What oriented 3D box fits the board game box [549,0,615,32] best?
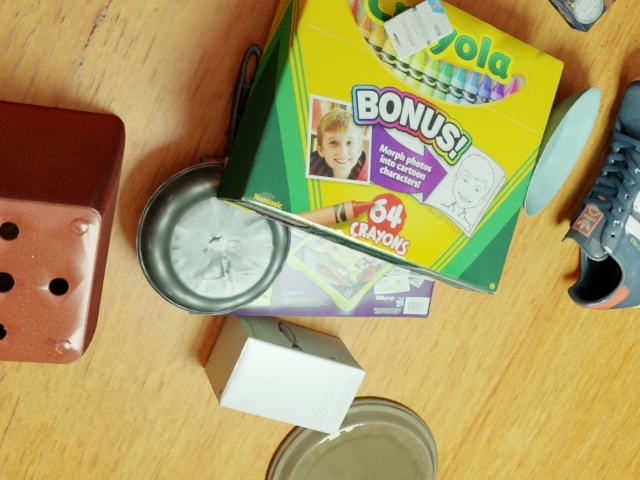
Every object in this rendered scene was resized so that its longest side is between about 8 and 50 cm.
[{"bbox_3d":[0.372,-0.417,1.301,0.165,0.042,0.243,40,95,-27],"label":"board game box"}]

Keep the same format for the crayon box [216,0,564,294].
[{"bbox_3d":[0.094,-0.138,1.235,0.362,0.106,0.313,20,85,-25],"label":"crayon box"}]

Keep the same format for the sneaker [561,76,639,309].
[{"bbox_3d":[0.418,-0.053,1.411,0.148,0.131,0.350,-11,114,-19],"label":"sneaker"}]

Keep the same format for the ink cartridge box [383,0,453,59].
[{"bbox_3d":[0.107,-0.244,1.165,0.083,0.028,0.048,-31,101,-24],"label":"ink cartridge box"}]

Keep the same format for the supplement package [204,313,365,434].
[{"bbox_3d":[-0.050,0.176,1.361,0.179,0.105,0.105,19,104,-25],"label":"supplement package"}]

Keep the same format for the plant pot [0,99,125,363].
[{"bbox_3d":[-0.353,0.002,1.118,0.267,0.236,0.267,6,109,-21],"label":"plant pot"}]

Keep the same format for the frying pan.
[{"bbox_3d":[-0.091,-0.051,1.238,0.197,0.053,0.326,33,94,-24],"label":"frying pan"}]

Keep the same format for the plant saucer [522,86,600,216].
[{"bbox_3d":[0.314,-0.126,1.359,0.195,0.037,0.195,-46,155,-29],"label":"plant saucer"}]

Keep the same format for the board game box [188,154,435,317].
[{"bbox_3d":[0.000,0.000,1.342,0.346,0.056,0.208,3,114,-20],"label":"board game box"}]

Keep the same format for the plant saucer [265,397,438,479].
[{"bbox_3d":[0.054,0.366,1.509,0.277,0.041,0.278,-7,113,-15],"label":"plant saucer"}]
